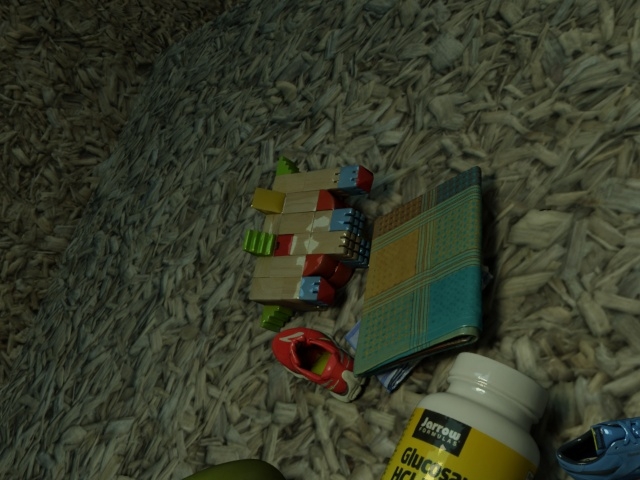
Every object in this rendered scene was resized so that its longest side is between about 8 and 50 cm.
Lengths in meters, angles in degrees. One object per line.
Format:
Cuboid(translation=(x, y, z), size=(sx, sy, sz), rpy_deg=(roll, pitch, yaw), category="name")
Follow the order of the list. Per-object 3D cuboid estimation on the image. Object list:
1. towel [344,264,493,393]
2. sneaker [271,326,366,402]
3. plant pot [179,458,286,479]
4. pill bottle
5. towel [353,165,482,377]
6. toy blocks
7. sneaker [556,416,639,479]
Cuboid(translation=(0.171, 0.122, 1.478), size=(0.285, 0.034, 0.209), rpy_deg=(-50, 32, 6), category="towel")
Cuboid(translation=(-0.020, 0.215, 1.552), size=(0.279, 0.118, 0.107), rpy_deg=(15, 71, 55), category="sneaker")
Cuboid(translation=(-0.150, 0.477, 1.319), size=(0.275, 0.275, 0.293), rpy_deg=(-44, -3, 15), category="plant pot")
Cuboid(translation=(0.186, 0.334, 1.114), size=(0.188, 0.188, 0.333), rpy_deg=(6, 63, 53), category="pill bottle")
Cuboid(translation=(0.184, 0.057, 1.456), size=(0.271, 0.040, 0.370), rpy_deg=(-28, 38, 38), category="towel")
Cuboid(translation=(0.000, 0.000, 1.694), size=(0.261, 0.191, 0.381), rpy_deg=(-3, 69, 41), category="toy blocks")
Cuboid(translation=(0.402, 0.257, 1.021), size=(0.209, 0.082, 0.069), rpy_deg=(-30, 37, 29), category="sneaker")
